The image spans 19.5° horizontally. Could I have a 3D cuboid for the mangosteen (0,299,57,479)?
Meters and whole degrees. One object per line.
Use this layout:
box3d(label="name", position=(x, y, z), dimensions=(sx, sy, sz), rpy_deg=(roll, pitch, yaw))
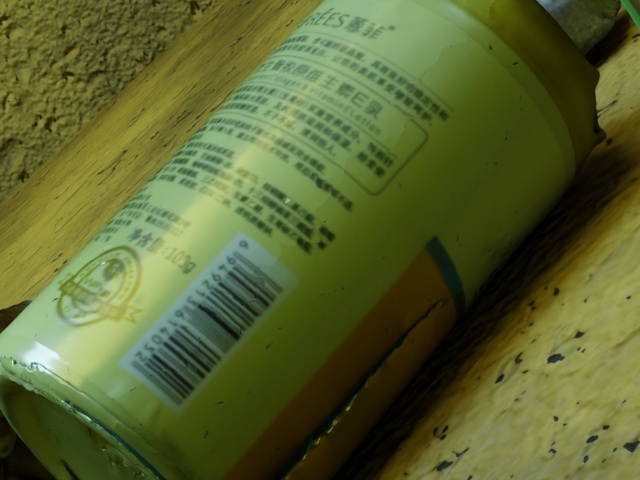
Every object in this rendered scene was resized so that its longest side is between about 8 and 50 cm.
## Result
box3d(label="mangosteen", position=(-0.185, 0.099, 0.834), dimensions=(0.184, 0.172, 0.172), rpy_deg=(-19, 6, -19))

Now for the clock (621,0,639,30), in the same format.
box3d(label="clock", position=(0.201, -0.097, 0.430), dimensions=(0.255, 0.106, 0.220), rpy_deg=(-36, 15, 10))

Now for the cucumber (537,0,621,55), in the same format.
box3d(label="cucumber", position=(0.077, -0.086, 0.832), dimensions=(0.112, 0.064, 0.064), rpy_deg=(-40, 13, 25))

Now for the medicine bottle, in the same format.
box3d(label="medicine bottle", position=(0.000, 0.000, 0.663), dimensions=(0.239, 0.124, 0.124), rpy_deg=(-47, 14, -21))
